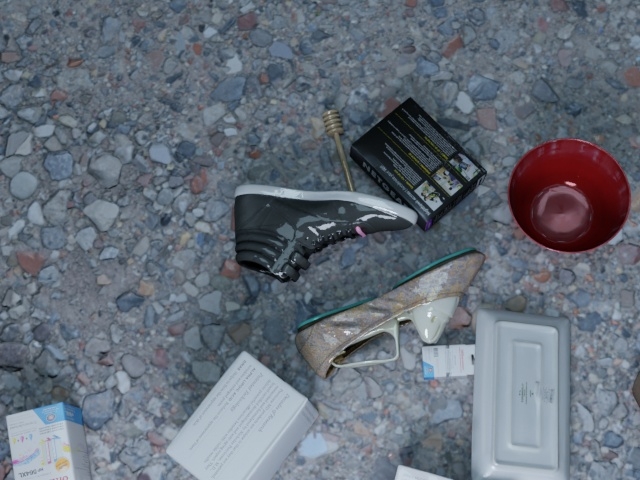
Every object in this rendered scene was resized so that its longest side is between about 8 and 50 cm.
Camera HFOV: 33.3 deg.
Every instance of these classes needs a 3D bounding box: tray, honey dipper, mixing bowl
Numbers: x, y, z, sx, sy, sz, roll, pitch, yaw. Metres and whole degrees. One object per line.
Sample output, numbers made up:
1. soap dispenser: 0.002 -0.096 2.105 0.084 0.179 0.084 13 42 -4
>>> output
1. tray: 0.298 0.228 1.564 0.145 0.030 0.270 7 66 -3
2. honey dipper: 0.036 -0.133 1.728 0.030 0.030 0.161 -16 77 1
3. mixing bowl: 0.372 -0.054 1.632 0.181 0.098 0.182 -1 73 4

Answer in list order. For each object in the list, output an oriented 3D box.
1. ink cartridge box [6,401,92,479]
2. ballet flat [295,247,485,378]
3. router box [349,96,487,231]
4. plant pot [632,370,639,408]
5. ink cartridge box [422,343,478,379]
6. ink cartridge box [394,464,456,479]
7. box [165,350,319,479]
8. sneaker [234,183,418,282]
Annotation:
1. ink cartridge box: -0.403 0.327 1.601 0.092 0.090 0.143 -14 72 1
2. ballet flat: 0.118 0.121 1.607 0.316 0.107 0.106 -26 70 8
3. router box: 0.153 -0.122 1.693 0.133 0.046 0.179 -39 74 -15
4. plant pot: 0.561 0.244 1.473 0.263 0.263 0.229 -37 55 -5
5. ink cartridge box: 0.196 0.184 1.616 0.083 0.028 0.048 -3 73 5
6. ink cartridge box: 0.163 0.456 1.502 0.171 0.100 0.237 14 75 10
7. box: -0.107 0.276 1.539 0.119 0.181 0.182 36 80 14
8. sneaker: 0.000 0.000 1.656 0.295 0.104 0.147 5 76 13
